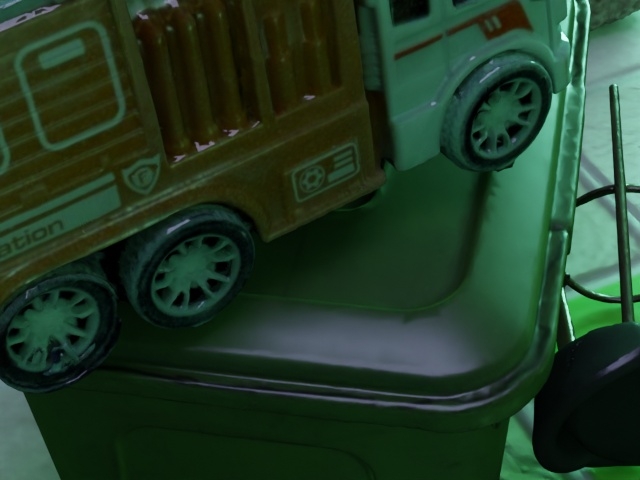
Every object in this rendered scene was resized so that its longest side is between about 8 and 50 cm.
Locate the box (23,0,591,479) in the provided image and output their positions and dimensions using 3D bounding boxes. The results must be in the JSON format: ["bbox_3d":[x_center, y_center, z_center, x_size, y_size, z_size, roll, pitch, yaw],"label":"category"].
[{"bbox_3d":[0.000,0.000,0.711,0.252,0.178,0.329,5,44,13],"label":"box"}]

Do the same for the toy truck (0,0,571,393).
[{"bbox_3d":[-0.051,-0.079,0.550,0.305,0.162,0.136,-27,46,-20],"label":"toy truck"}]

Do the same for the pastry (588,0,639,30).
[{"bbox_3d":[0.159,-0.195,0.972,0.265,0.112,0.103,-25,57,-6],"label":"pastry"}]

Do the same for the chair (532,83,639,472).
[{"bbox_3d":[0.161,0.029,0.728,0.095,0.104,0.222,18,40,-1],"label":"chair"}]
